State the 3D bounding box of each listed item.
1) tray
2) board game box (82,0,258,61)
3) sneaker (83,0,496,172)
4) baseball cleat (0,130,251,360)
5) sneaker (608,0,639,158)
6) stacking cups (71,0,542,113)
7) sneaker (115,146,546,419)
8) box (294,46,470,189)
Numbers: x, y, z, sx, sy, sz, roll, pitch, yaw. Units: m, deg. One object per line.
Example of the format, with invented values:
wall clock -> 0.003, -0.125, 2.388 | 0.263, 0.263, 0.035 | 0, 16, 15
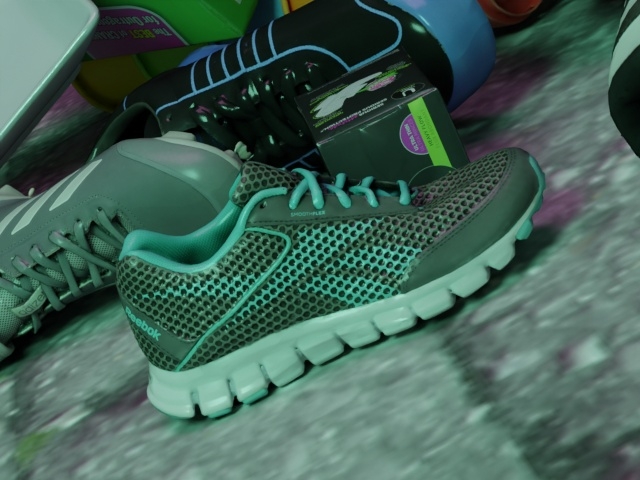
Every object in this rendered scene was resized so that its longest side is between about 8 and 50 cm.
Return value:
tray -> -0.214, -0.031, 1.019 | 0.270, 0.030, 0.145 | -50, 39, 4
board game box -> -0.132, -0.215, 1.151 | 0.316, 0.064, 0.242 | -2, 58, 45
sneaker -> -0.020, -0.058, 0.917 | 0.232, 0.081, 0.090 | -16, 23, 51
baseball cleat -> -0.114, 0.015, 0.886 | 0.206, 0.072, 0.109 | -15, 35, 46
sneaker -> 0.279, -0.117, 0.571 | 0.447, 0.169, 0.257 | -25, 25, 35
stacking cups -> -0.017, -0.123, 1.083 | 0.316, 0.096, 0.096 | -1, 32, 47
sneaker -> 0.000, 0.000, 0.720 | 0.166, 0.076, 0.065 | -27, 19, 2
box -> 0.028, -0.033, 0.791 | 0.052, 0.062, 0.083 | -25, 17, 2
